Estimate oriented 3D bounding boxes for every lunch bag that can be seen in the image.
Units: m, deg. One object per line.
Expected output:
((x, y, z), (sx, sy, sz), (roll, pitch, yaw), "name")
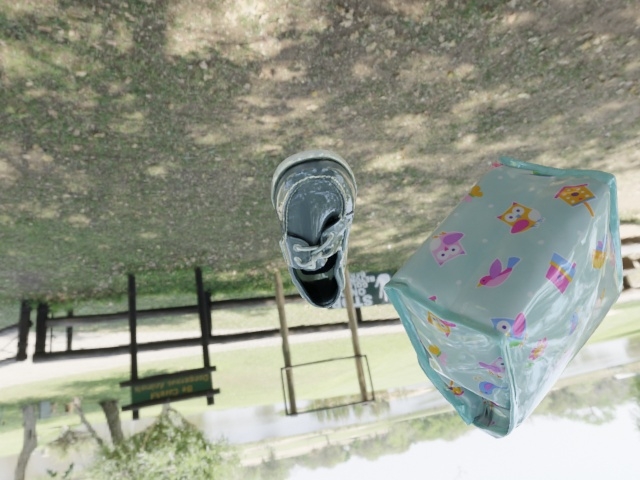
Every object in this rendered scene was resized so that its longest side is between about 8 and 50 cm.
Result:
((0.214, 0.077, 0.531), (0.223, 0.160, 0.262), (-46, 132, -18), "lunch bag")

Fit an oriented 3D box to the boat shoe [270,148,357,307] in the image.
((0.000, 0.000, 0.672), (0.116, 0.099, 0.319), (-10, 151, -5), "boat shoe")
